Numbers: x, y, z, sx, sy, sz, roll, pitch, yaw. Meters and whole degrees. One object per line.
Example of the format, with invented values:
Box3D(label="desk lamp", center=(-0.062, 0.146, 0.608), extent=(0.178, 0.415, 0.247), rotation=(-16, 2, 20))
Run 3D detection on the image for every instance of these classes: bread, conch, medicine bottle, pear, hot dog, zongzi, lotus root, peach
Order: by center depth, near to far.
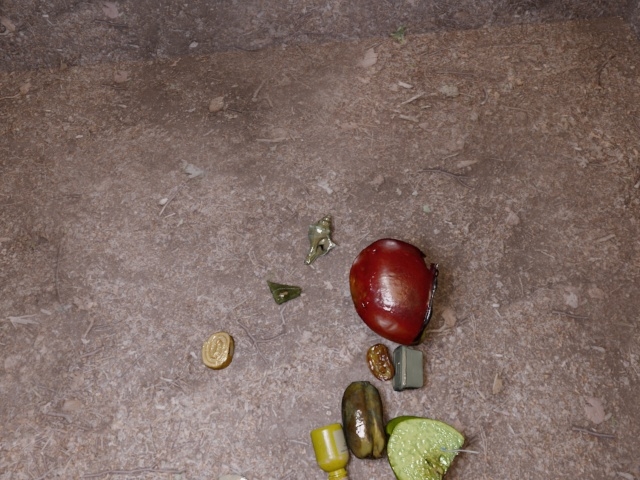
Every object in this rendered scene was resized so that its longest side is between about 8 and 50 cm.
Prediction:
Box3D(label="pear", center=(0.339, 0.753, 1.508), extent=(0.292, 0.159, 0.292), rotation=(0, 61, 0))
Box3D(label="medicine bottle", center=(0.046, 0.780, 1.519), extent=(0.122, 0.122, 0.212), rotation=(-14, 66, -5))
Box3D(label="lotus root", center=(0.153, 0.651, 1.548), extent=(0.152, 0.160, 0.275), rotation=(4, 53, -8))
Box3D(label="peach", center=(0.296, 0.210, 1.665), extent=(0.353, 0.339, 0.416), rotation=(-27, 60, -15))
Box3D(label="hot dog", center=(0.238, 0.484, 1.683), extent=(0.099, 0.065, 0.147), rotation=(-26, 63, 23))
Box3D(label="bread", center=(-0.417, 0.445, 1.715), extent=(0.122, 0.073, 0.149), rotation=(1, 64, 4))
Box3D(label="zongzi", center=(-0.144, 0.197, 1.842), extent=(0.154, 0.062, 0.130), rotation=(-21, 54, -15))
Box3D(label="conch", center=(0.009, -0.006, 1.910), extent=(0.137, 0.114, 0.234), rotation=(5, 100, 14))

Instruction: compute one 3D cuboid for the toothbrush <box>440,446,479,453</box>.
Box3D(label="toothbrush", center=(0.473, 0.712, 1.433), extent=(0.131, 0.011, 0.013), rotation=(5, 82, 3))

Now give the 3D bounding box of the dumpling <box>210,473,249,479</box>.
Box3D(label="dumpling", center=(-0.377, 0.965, 1.418), extent=(0.260, 0.181, 0.341), rotation=(17, 88, 19))

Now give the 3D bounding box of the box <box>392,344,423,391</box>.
Box3D(label="box", center=(0.343, 0.502, 1.651), extent=(0.093, 0.124, 0.172), rotation=(9, 66, -6))
